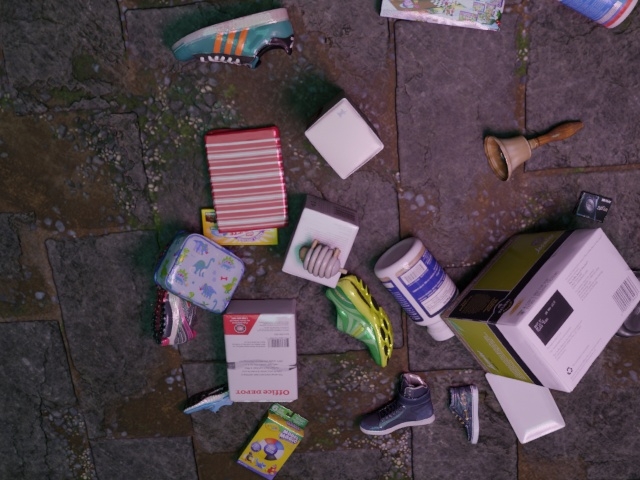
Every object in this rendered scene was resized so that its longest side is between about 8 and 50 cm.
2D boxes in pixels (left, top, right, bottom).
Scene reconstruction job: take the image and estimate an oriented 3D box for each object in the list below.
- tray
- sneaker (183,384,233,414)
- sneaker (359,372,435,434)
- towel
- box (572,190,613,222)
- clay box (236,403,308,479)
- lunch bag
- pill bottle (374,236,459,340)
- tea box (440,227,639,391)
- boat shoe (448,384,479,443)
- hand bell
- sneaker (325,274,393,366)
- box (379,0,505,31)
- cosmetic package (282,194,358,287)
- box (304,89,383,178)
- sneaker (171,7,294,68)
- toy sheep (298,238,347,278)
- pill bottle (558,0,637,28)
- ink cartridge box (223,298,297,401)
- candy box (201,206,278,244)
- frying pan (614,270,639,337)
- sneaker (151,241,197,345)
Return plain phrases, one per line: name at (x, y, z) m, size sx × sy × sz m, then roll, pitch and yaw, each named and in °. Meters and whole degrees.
tray at (0.603, 0.465, 1.925) m, size 0.145 × 0.030 × 0.270 m, roll -27°, pitch 105°, yaw 10°
sneaker at (-0.334, 0.493, 1.952) m, size 0.162 × 0.063 × 0.073 m, roll -20°, pitch 110°, yaw 9°
sneaker at (0.215, 0.473, 1.904) m, size 0.226 × 0.086 × 0.163 m, roll -13°, pitch 118°, yaw -4°
towel at (-0.193, -0.161, 1.730) m, size 0.199 × 0.031 × 0.275 m, roll -6°, pitch 103°, yaw 1°
box at (0.726, -0.089, 1.742) m, size 0.083 × 0.018 × 0.067 m, roll 16°, pitch 109°, yaw -3°
clay box at (-0.145, 0.612, 1.988) m, size 0.127 × 0.053 × 0.222 m, roll 31°, pitch 108°, yaw -8°
lunch bag at (-0.317, 0.082, 1.739) m, size 0.219 × 0.090 × 0.176 m, roll 35°, pitch 75°, yaw -40°
pill bottle at (0.278, 0.134, 1.762) m, size 0.153 × 0.153 × 0.265 m, roll -36°, pitch 104°, yaw 13°
tea box at (0.539, 0.160, 1.615) m, size 0.329 × 0.323 × 0.220 m, roll -44°, pitch 104°, yaw -17°
boat shoe at (0.422, 0.514, 1.934) m, size 0.083 × 0.065 × 0.183 m, roll -3°, pitch 101°, yaw 4°
hand bell at (0.556, -0.253, 1.664) m, size 0.242 × 0.126 × 0.126 m, roll -22°, pitch 106°, yaw -3°
sneaker at (0.114, 0.227, 1.839) m, size 0.123 × 0.109 × 0.295 m, roll -18°, pitch 110°, yaw 32°
box at (0.300, -0.621, 1.561) m, size 0.293 × 0.057 × 0.201 m, roll 8°, pitch 109°, yaw 0°
cosmetic package at (0.000, 0.000, 1.728) m, size 0.151 × 0.151 × 0.184 m, roll 19°, pitch 107°, yaw -5°
box at (0.056, -0.264, 1.596) m, size 0.127 × 0.232 × 0.148 m, roll -39°, pitch 103°, yaw 12°
sneaker at (-0.212, -0.472, 1.603) m, size 0.302 × 0.108 × 0.121 m, roll -14°, pitch 103°, yaw 5°
toy sheep at (0.006, 0.051, 1.621) m, size 0.132 × 0.091 × 0.091 m, roll 22°, pitch 109°, yaw 14°
pill bottle at (0.619, -0.599, 1.521) m, size 0.221 × 0.124 × 0.124 m, roll 25°, pitch 107°, yaw -7°
ink cartridge box at (-0.164, 0.312, 1.857) m, size 0.197 × 0.114 × 0.273 m, roll 0°, pitch 107°, yaw 1°
candy box at (-0.219, -0.040, 1.789) m, size 0.206 × 0.027 × 0.105 m, roll -1°, pitch 110°, yaw 3°
frying pan at (0.844, 0.122, 1.765) m, size 0.197 × 0.053 × 0.326 m, roll -20°, pitch 112°, yaw -13°
sneaker at (-0.398, 0.142, 1.822) m, size 0.112 × 0.121 × 0.299 m, roll 2°, pitch 101°, yaw -36°
